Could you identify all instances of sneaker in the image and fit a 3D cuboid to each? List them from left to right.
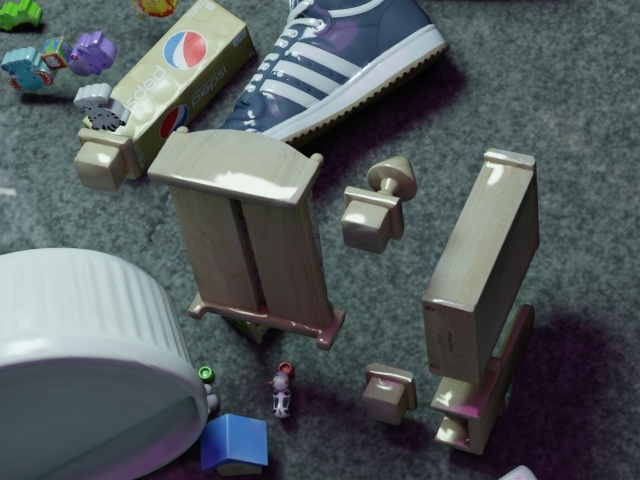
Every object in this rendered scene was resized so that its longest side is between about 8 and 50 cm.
[{"bbox_3d":[-0.031,-0.174,1.913,0.282,0.099,0.153,-32,89,-13],"label":"sneaker"}]

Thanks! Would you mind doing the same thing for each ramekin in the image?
[{"bbox_3d":[-0.238,0.115,1.746,0.273,0.273,0.127,-13,58,4],"label":"ramekin"}]

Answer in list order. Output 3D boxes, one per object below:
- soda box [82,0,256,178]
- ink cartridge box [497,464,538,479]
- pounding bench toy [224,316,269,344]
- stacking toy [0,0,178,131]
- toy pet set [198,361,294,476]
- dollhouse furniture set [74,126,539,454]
[{"bbox_3d":[-0.149,-0.153,1.970,0.061,0.058,0.181,37,75,22],"label":"soda box"},{"bbox_3d":[0.153,0.366,1.677,0.239,0.060,0.275,-33,65,-5],"label":"ink cartridge box"},{"bbox_3d":[-0.061,0.044,1.849,0.052,0.083,0.065,37,77,23],"label":"pounding bench toy"},{"bbox_3d":[-0.258,-0.175,1.971,0.221,0.052,0.167,-7,48,30],"label":"stacking toy"},{"bbox_3d":[-0.088,0.155,1.812,0.122,0.065,0.114,-5,64,7],"label":"toy pet set"},{"bbox_3d":[0.000,0.000,1.760,0.355,0.303,0.174,14,53,19],"label":"dollhouse furniture set"}]
